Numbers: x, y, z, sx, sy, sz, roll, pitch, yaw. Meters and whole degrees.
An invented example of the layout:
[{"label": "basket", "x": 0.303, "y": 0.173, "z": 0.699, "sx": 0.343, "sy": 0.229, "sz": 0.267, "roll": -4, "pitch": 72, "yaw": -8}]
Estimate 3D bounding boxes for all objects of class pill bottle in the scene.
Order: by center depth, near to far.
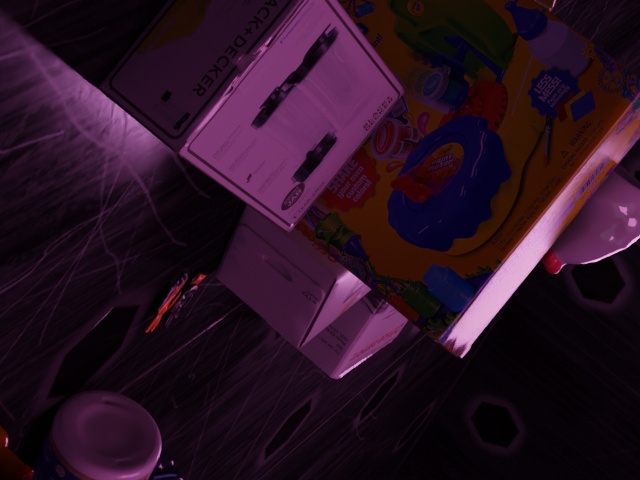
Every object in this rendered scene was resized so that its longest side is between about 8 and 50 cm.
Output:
[{"label": "pill bottle", "x": -0.241, "y": 0.250, "z": 1.729, "sx": 0.112, "sy": 0.112, "sz": 0.187, "roll": -35, "pitch": 159, "yaw": -49}]

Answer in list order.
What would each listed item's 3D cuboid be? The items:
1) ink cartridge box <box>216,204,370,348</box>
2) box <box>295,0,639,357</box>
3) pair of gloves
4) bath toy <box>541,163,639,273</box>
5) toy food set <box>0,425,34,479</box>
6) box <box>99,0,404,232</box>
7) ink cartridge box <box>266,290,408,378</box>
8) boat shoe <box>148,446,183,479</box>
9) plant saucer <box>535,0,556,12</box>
[{"label": "ink cartridge box", "x": 0.000, "y": 0.000, "z": 1.818, "sx": 0.176, "sy": 0.128, "sz": 0.127, "roll": -37, "pitch": 161, "yaw": -43}, {"label": "box", "x": 0.104, "y": -0.094, "z": 1.577, "sx": 0.290, "sy": 0.279, "sz": 0.177, "roll": -52, "pitch": 166, "yaw": 1}, {"label": "pair of gloves", "x": -0.149, "y": 0.061, "z": 1.745, "sx": 0.074, "sy": 0.010, "sz": 0.083, "roll": -55, "pitch": 169, "yaw": 10}, {"label": "bath toy", "x": 0.201, "y": -0.092, "z": 1.771, "sx": 0.151, "sy": 0.348, "sz": 0.129, "roll": 18, "pitch": 114, "yaw": -50}, {"label": "toy food set", "x": -0.298, "y": 0.152, "z": 1.283, "sx": 0.111, "sy": 0.104, "sz": 0.232, "roll": -48, "pitch": 167, "yaw": -14}, {"label": "box", "x": -0.044, "y": -0.122, "z": 1.368, "sx": 0.169, "sy": 0.087, "sz": 0.290, "roll": -51, "pitch": 161, "yaw": 2}, {"label": "ink cartridge box", "x": 0.084, "y": 0.009, "z": 2.135, "sx": 0.289, "sy": 0.121, "sz": 0.211, "roll": -57, "pitch": 166, "yaw": 25}, {"label": "boat shoe", "x": -0.242, "y": 0.294, "z": 1.894, "sx": 0.258, "sy": 0.089, "sz": 0.109, "roll": -37, "pitch": 161, "yaw": -45}, {"label": "plant saucer", "x": 0.212, "y": -0.269, "z": 1.978, "sx": 0.188, "sy": 0.045, "sz": 0.188, "roll": -46, "pitch": 166, "yaw": -19}]
